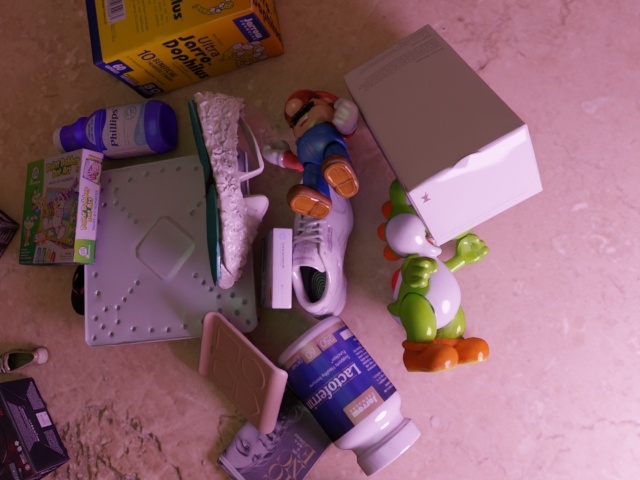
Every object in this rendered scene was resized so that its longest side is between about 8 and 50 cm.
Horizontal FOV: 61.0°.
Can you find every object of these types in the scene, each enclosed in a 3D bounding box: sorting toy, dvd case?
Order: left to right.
[{"bbox_3d":[-0.154,0.256,1.065,0.208,0.038,0.193,33,130,25],"label":"sorting toy"},{"bbox_3d":[-0.090,0.414,1.081,0.164,0.018,0.221,38,98,21],"label":"dvd case"}]

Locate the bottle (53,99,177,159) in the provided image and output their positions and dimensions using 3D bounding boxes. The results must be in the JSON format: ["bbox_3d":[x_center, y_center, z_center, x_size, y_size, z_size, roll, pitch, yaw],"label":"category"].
[{"bbox_3d":[-0.470,-0.244,1.237,0.283,0.092,0.118,-4,84,15],"label":"bottle"}]

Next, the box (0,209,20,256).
[{"bbox_3d":[-0.899,0.015,1.340,0.216,0.060,0.270,34,93,17],"label":"box"}]

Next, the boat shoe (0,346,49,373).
[{"bbox_3d":[-0.708,0.279,1.262,0.153,0.048,0.056,-10,81,14],"label":"boat shoe"}]

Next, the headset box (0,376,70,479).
[{"bbox_3d":[-0.747,0.481,1.216,0.293,0.110,0.218,-34,77,9],"label":"headset box"}]

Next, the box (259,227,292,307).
[{"bbox_3d":[-0.089,0.058,1.053,0.038,0.186,0.145,2,83,-12],"label":"box"}]

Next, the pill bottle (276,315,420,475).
[{"bbox_3d":[0.052,0.284,1.002,0.153,0.153,0.264,-41,75,7],"label":"pill bottle"}]

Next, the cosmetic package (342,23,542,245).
[{"bbox_3d":[0.192,-0.195,0.935,0.197,0.155,0.365,-28,46,10],"label":"cosmetic package"}]

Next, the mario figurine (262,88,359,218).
[{"bbox_3d":[-0.025,-0.194,1.019,0.198,0.170,0.320,-10,41,3],"label":"mario figurine"}]

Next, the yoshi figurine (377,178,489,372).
[{"bbox_3d":[0.220,0.043,0.977,0.203,0.203,0.362,-9,78,-2],"label":"yoshi figurine"}]

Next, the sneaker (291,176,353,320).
[{"bbox_3d":[0.000,0.000,1.051,0.114,0.152,0.305,-6,80,15],"label":"sneaker"}]

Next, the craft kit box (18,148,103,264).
[{"bbox_3d":[-0.589,-0.067,1.226,0.250,0.061,0.246,-4,79,36],"label":"craft kit box"}]

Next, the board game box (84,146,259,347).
[{"bbox_3d":[-0.326,0.019,1.175,0.390,0.050,0.390,-7,79,12],"label":"board game box"}]

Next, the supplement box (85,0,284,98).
[{"bbox_3d":[-0.286,-0.472,1.162,0.356,0.194,0.195,-14,80,13],"label":"supplement box"}]

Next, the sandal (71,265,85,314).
[{"bbox_3d":[-0.539,0.081,1.244,0.067,0.040,0.179,12,87,15],"label":"sandal"}]

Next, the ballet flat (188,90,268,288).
[{"bbox_3d":[-0.171,-0.114,1.073,0.147,0.147,0.409,-13,78,13],"label":"ballet flat"}]
